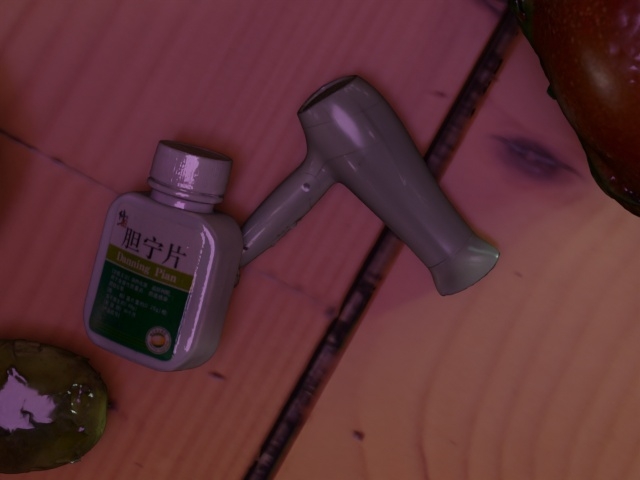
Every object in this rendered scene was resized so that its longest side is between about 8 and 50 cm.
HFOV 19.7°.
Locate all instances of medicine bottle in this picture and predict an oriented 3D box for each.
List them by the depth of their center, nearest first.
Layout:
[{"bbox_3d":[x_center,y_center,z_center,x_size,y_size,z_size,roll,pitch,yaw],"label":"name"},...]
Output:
[{"bbox_3d":[-0.127,0.012,1.547,0.119,0.069,0.183,20,99,28],"label":"medicine bottle"}]

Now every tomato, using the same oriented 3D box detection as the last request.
[{"bbox_3d":[0.277,-0.170,1.390,0.239,0.303,0.303,-28,95,10],"label":"tomato"}]

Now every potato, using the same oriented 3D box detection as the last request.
[{"bbox_3d":[-0.292,0.141,1.578,0.225,0.090,0.117,0,94,1],"label":"potato"}]

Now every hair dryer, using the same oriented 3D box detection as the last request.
[{"bbox_3d":[0.000,0.000,1.559,0.237,0.075,0.206,-34,101,16],"label":"hair dryer"}]
